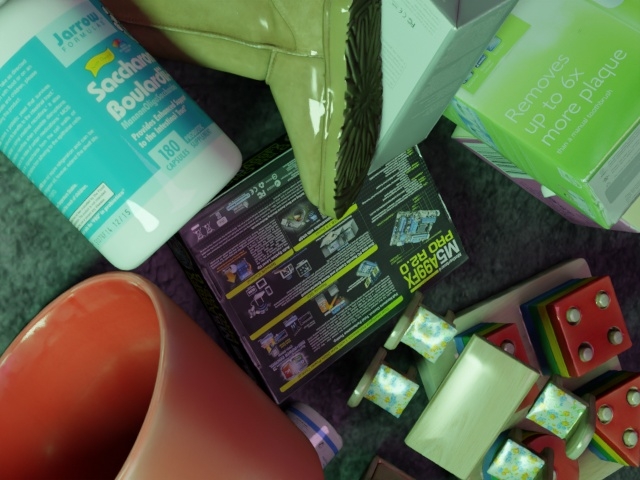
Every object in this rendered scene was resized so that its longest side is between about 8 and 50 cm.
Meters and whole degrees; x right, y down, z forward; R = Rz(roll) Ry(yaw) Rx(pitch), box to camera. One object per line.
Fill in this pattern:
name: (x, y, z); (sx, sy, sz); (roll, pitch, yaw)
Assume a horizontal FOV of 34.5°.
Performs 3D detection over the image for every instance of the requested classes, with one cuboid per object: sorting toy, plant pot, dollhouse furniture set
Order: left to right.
plant pot: (-0.143, 0.200, 0.895); (0.243, 0.275, 0.275); (39, 77, -36)
dollhouse furniture set: (0.118, 0.213, 1.015); (0.212, 0.161, 0.242); (31, 110, 5)
sorting toy: (0.263, 0.180, 1.170); (0.257, 0.089, 0.255); (-23, 97, -27)

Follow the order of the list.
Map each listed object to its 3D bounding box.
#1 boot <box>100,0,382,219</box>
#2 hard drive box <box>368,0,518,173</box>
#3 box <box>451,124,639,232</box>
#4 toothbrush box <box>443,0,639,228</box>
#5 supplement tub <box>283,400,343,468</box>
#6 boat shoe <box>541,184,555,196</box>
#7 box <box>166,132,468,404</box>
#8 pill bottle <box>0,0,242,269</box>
boot: (-0.081, -0.158, 0.895); (0.089, 0.270, 0.236); (-44, 144, -51)
hard drive box: (0.048, -0.197, 0.915); (0.089, 0.232, 0.181); (-33, 78, -28)
box: (0.302, -0.167, 1.161); (0.214, 0.117, 0.243); (30, 83, -28)
toothbrush box: (0.225, -0.181, 0.991); (0.206, 0.283, 0.122); (-48, 146, 1)
supplement tub: (-0.035, 0.223, 1.051); (0.107, 0.071, 0.071); (-47, 115, -16)
boat shoe: (0.294, -0.098, 1.065); (0.184, 0.066, 0.063); (-24, 93, -22)
box: (0.000, 0.000, 1.049); (0.270, 0.060, 0.216); (-36, 112, -20)
pill bottle: (-0.201, -0.113, 0.855); (0.264, 0.146, 0.146); (46, 74, -8)
